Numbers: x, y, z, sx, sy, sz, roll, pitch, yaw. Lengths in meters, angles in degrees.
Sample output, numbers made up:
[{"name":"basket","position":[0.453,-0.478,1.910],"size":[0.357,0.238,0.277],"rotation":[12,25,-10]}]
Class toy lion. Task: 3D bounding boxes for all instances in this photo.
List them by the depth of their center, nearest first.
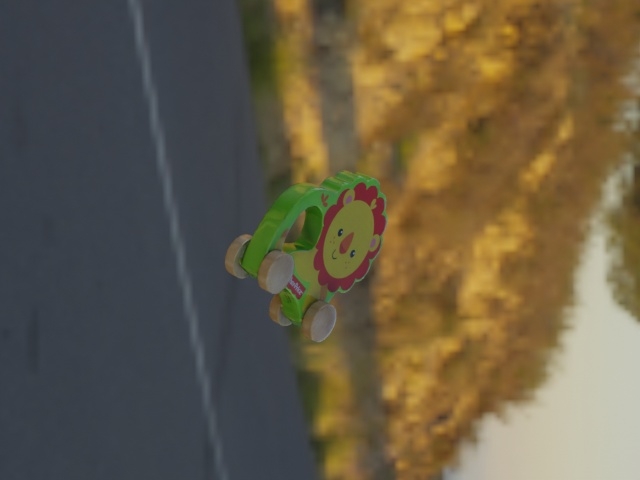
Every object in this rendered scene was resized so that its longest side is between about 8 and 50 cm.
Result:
[{"name":"toy lion","position":[0.000,0.000,1.053],"size":[0.096,0.034,0.100],"rotation":[-58,146,-13]}]
